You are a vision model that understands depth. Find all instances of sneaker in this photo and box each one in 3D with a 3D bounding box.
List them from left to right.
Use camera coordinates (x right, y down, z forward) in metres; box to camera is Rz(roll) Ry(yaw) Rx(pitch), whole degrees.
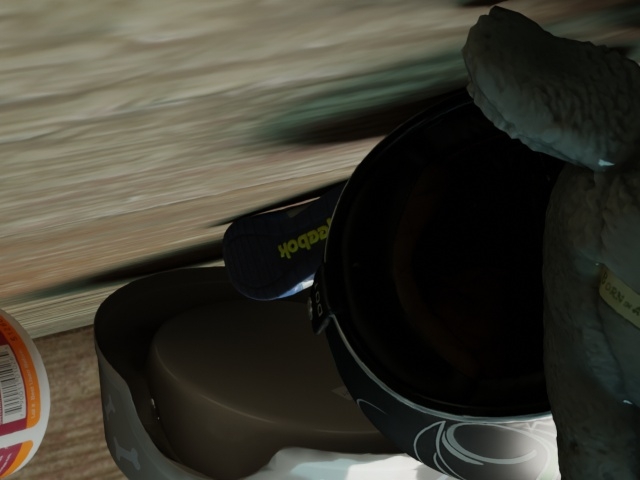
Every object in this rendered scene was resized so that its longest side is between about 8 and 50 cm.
[{"bbox_3d":[0.000,0.000,0.773,0.144,0.053,0.059,-15,180,43],"label":"sneaker"}]

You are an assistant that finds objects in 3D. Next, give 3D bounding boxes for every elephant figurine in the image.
[{"bbox_3d":[0.171,0.006,0.392,0.169,0.186,0.239,18,-147,33],"label":"elephant figurine"}]

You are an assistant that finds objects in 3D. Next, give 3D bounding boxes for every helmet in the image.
[{"bbox_3d":[0.088,0.021,0.515,0.169,0.169,0.161,-15,161,16],"label":"helmet"}]

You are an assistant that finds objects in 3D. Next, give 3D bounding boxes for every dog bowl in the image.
[{"bbox_3d":[-0.021,0.133,1.093,0.349,0.102,0.349,9,-160,-3],"label":"dog bowl"}]

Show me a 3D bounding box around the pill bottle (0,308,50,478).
[{"bbox_3d":[-0.278,0.108,0.781,0.121,0.121,0.221,-16,176,32],"label":"pill bottle"}]
